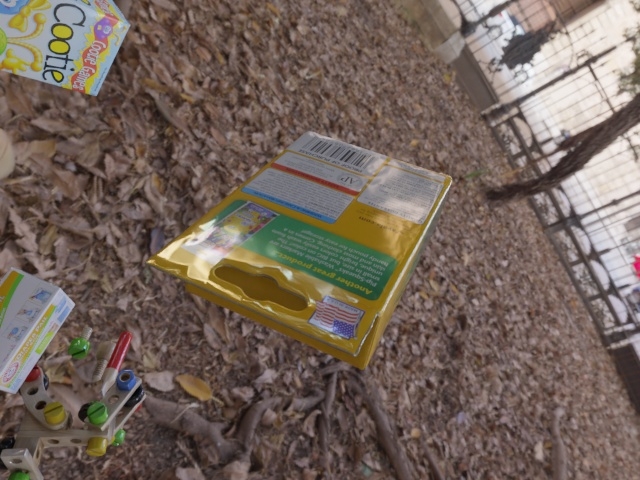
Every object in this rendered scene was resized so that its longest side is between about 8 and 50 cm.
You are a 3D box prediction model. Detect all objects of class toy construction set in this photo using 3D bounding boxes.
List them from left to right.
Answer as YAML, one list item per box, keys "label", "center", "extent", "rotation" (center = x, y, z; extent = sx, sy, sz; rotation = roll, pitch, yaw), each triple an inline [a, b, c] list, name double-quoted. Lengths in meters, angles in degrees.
- label: "toy construction set"
  center: [-0.472, 0.340, 0.950]
  extent: [0.258, 0.308, 0.237]
  rotation: [28, 32, -20]

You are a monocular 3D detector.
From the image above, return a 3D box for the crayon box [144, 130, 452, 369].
- label: "crayon box"
  center: [0.000, 0.000, 0.541]
  extent: [0.203, 0.083, 0.323]
  rotation: [21, 39, 15]

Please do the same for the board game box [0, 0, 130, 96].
- label: "board game box"
  center: [-0.456, -0.341, 0.730]
  extent: [0.275, 0.144, 0.142]
  rotation: [3, 43, -52]

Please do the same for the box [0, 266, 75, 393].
- label: "box"
  center: [-0.583, 0.172, 0.948]
  extent: [0.103, 0.114, 0.203]
  rotation: [24, 65, 0]
